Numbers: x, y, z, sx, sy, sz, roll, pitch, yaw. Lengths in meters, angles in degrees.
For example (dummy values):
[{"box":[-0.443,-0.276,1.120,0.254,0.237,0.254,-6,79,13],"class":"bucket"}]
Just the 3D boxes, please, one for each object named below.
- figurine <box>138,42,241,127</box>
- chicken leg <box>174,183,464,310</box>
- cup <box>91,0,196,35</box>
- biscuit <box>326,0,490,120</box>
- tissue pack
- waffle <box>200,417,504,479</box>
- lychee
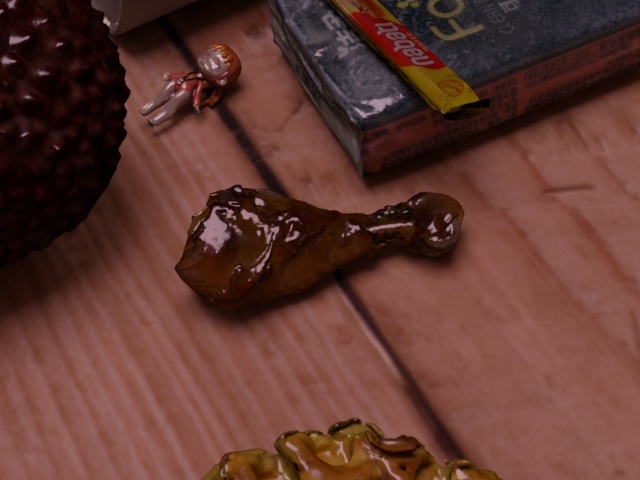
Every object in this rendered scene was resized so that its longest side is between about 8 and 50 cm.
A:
[{"box":[-0.125,-0.147,1.459,0.109,0.047,0.064,-37,61,-11],"class":"figurine"},{"box":[0.000,0.000,1.297,0.251,0.087,0.107,-6,69,-5],"class":"chicken leg"},{"box":[-0.158,-0.355,1.551,0.257,0.219,0.289,-25,19,-14],"class":"cup"},{"box":[0.047,-0.194,1.348,0.048,0.026,0.292,-15,47,-32],"class":"biscuit"},{"box":[0.131,-0.203,1.429,0.315,0.103,0.228,-22,48,-12],"class":"tissue pack"},{"box":[0.022,0.262,1.042,0.325,0.068,0.302,14,59,2],"class":"waffle"},{"box":[-0.318,-0.110,1.280,0.306,0.306,0.330,19,23,23],"class":"lychee"}]
